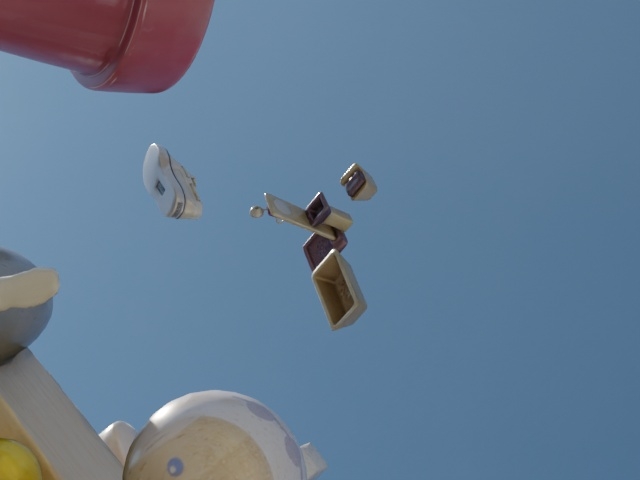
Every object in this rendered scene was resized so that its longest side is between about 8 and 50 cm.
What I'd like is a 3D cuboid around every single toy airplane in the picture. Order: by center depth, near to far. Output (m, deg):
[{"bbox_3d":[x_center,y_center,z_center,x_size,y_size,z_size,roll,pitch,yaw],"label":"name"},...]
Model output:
[{"bbox_3d":[-0.091,0.168,0.787,0.386,0.384,0.272,27,-56,-28],"label":"toy airplane"}]

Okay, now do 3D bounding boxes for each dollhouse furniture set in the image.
[{"bbox_3d":[0.000,0.000,1.182,0.091,0.081,0.114,-49,-141,24],"label":"dollhouse furniture set"}]

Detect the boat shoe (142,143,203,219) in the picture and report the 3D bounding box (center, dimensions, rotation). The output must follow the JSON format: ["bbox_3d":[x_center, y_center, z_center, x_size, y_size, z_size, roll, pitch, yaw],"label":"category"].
[{"bbox_3d":[-0.124,-0.048,1.330,0.035,0.035,0.100,-63,-147,20],"label":"boat shoe"}]

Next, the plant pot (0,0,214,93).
[{"bbox_3d":[-0.188,-0.204,1.064,0.201,0.180,0.201,-6,-97,62],"label":"plant pot"}]
